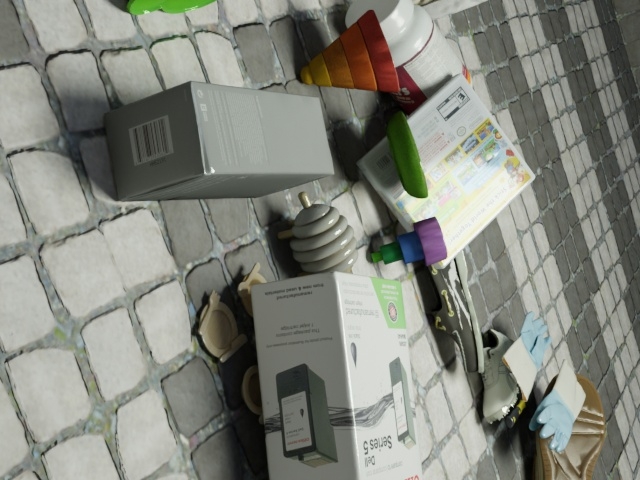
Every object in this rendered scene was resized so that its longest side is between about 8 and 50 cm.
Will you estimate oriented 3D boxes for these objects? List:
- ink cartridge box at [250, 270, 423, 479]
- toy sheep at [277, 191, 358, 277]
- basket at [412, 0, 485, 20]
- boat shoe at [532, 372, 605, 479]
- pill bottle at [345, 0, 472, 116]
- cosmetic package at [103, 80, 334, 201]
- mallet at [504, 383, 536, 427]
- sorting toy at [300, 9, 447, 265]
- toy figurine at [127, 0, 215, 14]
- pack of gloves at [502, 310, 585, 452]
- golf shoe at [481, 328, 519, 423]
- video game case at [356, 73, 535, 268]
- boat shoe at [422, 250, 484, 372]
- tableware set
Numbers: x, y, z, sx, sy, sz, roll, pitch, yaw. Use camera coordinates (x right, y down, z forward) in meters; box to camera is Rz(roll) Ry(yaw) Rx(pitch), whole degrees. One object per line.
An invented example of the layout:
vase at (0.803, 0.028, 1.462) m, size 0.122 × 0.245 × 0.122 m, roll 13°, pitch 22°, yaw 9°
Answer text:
ink cartridge box at (0.024, 0.182, 1.088) m, size 0.198 × 0.115 × 0.272 m, roll 11°, pitch 70°, yaw -64°
toy sheep at (0.000, 0.000, 1.172) m, size 0.132 × 0.091 × 0.091 m, roll 62°, pitch 34°, yaw -21°
basket at (0.227, -0.577, 1.530) m, size 0.266 × 0.328 × 0.331 m, roll 50°, pitch 40°, yaw -32°
boat shoe at (0.426, 0.404, 1.678) m, size 0.123 × 0.123 × 0.342 m, roll 108°, pitch -8°, yaw -59°
pill bottle at (0.137, -0.289, 1.468) m, size 0.221 × 0.121 × 0.121 m, roll 44°, pitch 44°, yaw -40°
cosmetic package at (-0.102, -0.102, 1.019) m, size 0.238 × 0.127 × 0.107 m, roll -2°, pitch 79°, yaw -56°
mallet at (0.334, 0.278, 1.605) m, size 0.190 × 0.039 × 0.062 m, roll 12°, pitch 67°, yaw -68°
sorting toy at (0.069, -0.126, 1.317) m, size 0.127 × 0.126 × 0.365 m, roll -101°, pitch 173°, yaw -79°
toy figurine at (-0.174, -0.348, 1.046) m, size 0.173 × 0.130 × 0.159 m, roll -27°, pitch 88°, yaw -33°
pack of gloves at (0.365, 0.239, 1.593) m, size 0.195 × 0.046 × 0.232 m, roll 60°, pitch 31°, yaw -4°
golf shoe at (0.286, 0.224, 1.577) m, size 0.086 × 0.069 × 0.176 m, roll 41°, pitch 39°, yaw -15°
video game case at (0.194, -0.106, 1.429) m, size 0.227 × 0.026 × 0.206 m, roll -42°, pitch 102°, yaw -20°
boat shoe at (0.205, 0.101, 1.478) m, size 0.081 × 0.069 × 0.227 m, roll -23°, pitch 100°, yaw -87°
tableware set at (-0.074, 0.115, 1.076) m, size 0.168 × 0.020 × 0.141 m, roll 62°, pitch 34°, yaw -21°
